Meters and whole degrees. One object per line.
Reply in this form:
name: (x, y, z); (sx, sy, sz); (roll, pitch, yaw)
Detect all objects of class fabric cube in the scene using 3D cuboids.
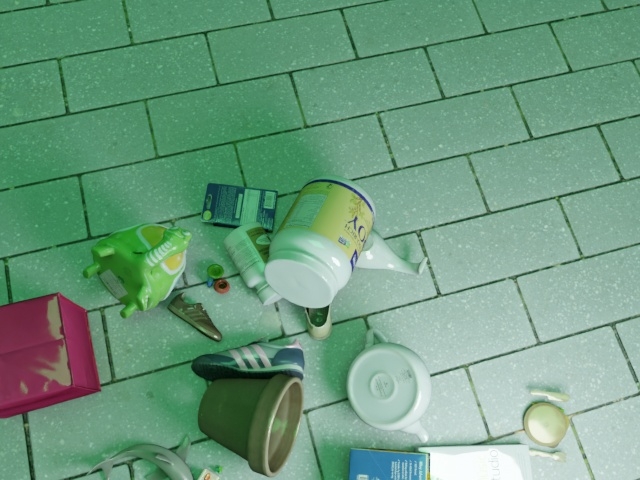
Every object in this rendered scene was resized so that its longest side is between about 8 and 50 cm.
fabric cube: (-0.764, 0.307, 1.532); (0.259, 0.254, 0.258); (-15, 73, -9)

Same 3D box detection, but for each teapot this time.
teapot: (0.204, 0.403, 1.624); (0.253, 0.187, 0.255); (17, 87, 29)

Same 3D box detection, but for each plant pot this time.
plant pot: (-0.193, 0.471, 1.553); (0.230, 0.263, 0.262); (10, 70, 19)

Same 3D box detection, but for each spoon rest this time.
spoon rest: (0.191, 0.044, 1.800); (0.277, 0.084, 0.137); (21, 70, 16)

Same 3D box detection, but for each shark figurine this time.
shark figurine: (-0.456, 0.586, 1.543); (0.279, 0.116, 0.166); (14, 70, -2)

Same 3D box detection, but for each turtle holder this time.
turtle holder: (-0.495, 0.045, 1.615); (0.243, 0.320, 0.227); (36, 47, 13)

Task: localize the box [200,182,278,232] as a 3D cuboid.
box: (-0.254, -0.104, 1.822); (0.226, 0.036, 0.136); (8, 71, -4)

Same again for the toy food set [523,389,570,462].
toy food set: (0.660, 0.538, 1.692); (0.133, 0.038, 0.191); (8, 77, 6)

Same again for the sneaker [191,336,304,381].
sneaker: (-0.204, 0.340, 1.662); (0.320, 0.112, 0.131); (4, 47, -1)

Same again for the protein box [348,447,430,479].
protein box: (0.185, 0.658, 1.528); (0.201, 0.136, 0.199); (-1, 71, 15)

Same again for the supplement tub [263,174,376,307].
supplement tub: (0.000, 0.000, 1.641); (0.241, 0.241, 0.331); (24, 54, 3)

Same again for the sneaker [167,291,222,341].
sneaker: (-0.356, 0.220, 1.693); (0.189, 0.066, 0.071); (33, 72, 6)

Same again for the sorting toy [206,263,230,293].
sorting toy: (-0.314, 0.124, 1.746); (0.061, 0.042, 0.101); (-15, 61, -25)

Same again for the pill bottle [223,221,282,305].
pill bottle: (-0.181, 0.070, 1.722); (0.131, 0.131, 0.229); (-28, 77, -13)

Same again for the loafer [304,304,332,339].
loafer: (-0.010, 0.159, 1.727); (0.102, 0.092, 0.268); (-9, 73, -8)

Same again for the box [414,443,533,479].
box: (0.430, 0.690, 1.608); (0.323, 0.058, 0.232); (-1, 72, -3)

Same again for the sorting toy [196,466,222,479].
sorting toy: (-0.299, 0.646, 1.570); (0.062, 0.012, 0.083); (44, 62, -27)
